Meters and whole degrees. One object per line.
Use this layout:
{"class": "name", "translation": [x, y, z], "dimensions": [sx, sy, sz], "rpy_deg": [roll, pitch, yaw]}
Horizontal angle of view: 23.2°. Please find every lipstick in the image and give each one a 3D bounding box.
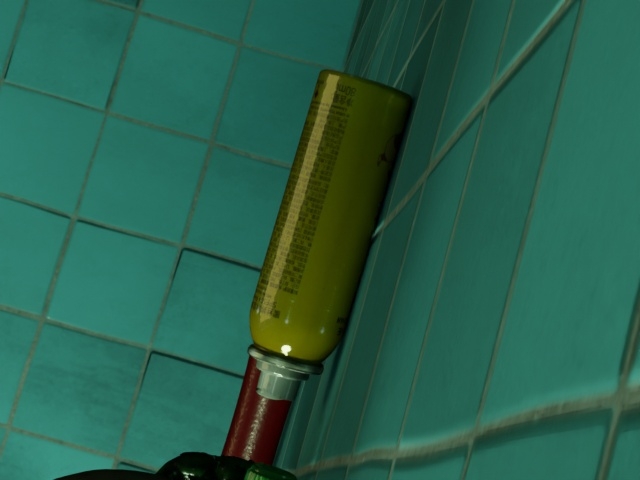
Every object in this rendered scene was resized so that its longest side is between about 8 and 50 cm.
{"class": "lipstick", "translation": [-0.088, 0.258, 2.114], "dimensions": [0.080, 0.080, 0.241], "rpy_deg": [-88, 15, -78]}

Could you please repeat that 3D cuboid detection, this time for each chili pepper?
{"class": "chili pepper", "translation": [-0.122, 0.314, 1.732], "dimensions": [0.174, 0.165, 0.261], "rpy_deg": [-62, -1, -30]}

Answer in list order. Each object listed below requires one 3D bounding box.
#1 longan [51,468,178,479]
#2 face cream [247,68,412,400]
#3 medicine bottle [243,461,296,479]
{"class": "longan", "translation": [-0.180, 0.338, 1.303], "dimensions": [0.297, 0.297, 0.297], "rpy_deg": [-164, 90, -87]}
{"class": "face cream", "translation": [0.000, 0.000, 1.647], "dimensions": [0.105, 0.105, 0.348], "rpy_deg": [-140, 67, -87]}
{"class": "medicine bottle", "translation": [-0.092, 0.378, 1.584], "dimensions": [0.111, 0.076, 0.309], "rpy_deg": [-168, 93, -81]}
